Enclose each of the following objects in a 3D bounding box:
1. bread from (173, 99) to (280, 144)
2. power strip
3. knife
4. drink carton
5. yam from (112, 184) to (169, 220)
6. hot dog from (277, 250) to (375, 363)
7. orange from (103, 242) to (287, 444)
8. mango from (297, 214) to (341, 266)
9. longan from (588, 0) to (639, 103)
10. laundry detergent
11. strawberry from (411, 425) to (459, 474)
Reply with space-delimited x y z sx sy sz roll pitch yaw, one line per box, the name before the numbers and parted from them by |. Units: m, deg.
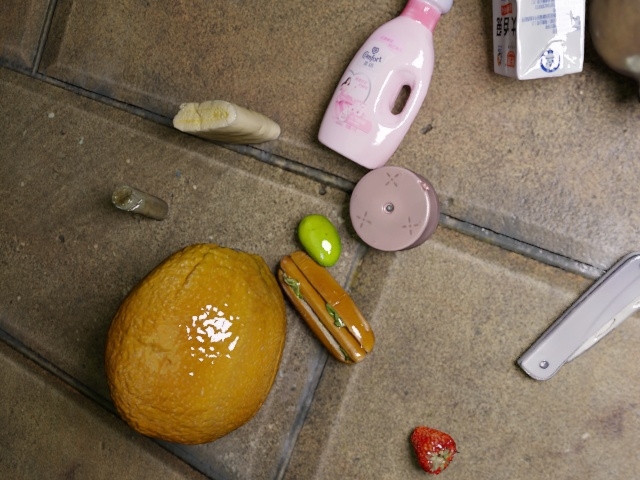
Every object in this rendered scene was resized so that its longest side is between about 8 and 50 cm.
bread | -0.177 -0.227 1.136 0.139 0.178 0.060 0 89 23
power strip | 0.130 -0.054 1.041 0.154 0.078 0.154 1 92 25
knife | 0.425 0.124 0.920 0.073 0.040 0.265 45 106 8
drink carton | 0.318 -0.405 0.867 0.106 0.130 0.315 -6 111 3
yam | -0.382 -0.078 1.255 0.054 0.132 0.054 -5 77 23
hot dog | 0.006 0.125 1.100 0.100 0.068 0.249 -47 70 18
orange | -0.216 0.178 1.064 0.322 0.322 0.357 24 93 24
mango | 0.000 0.000 1.109 0.073 0.056 0.108 -22 77 -5
longan | 0.517 -0.310 0.781 0.300 0.243 0.300 -10 75 39
laundry detergent | 0.126 -0.299 1.047 0.159 0.088 0.335 32 101 18
strawberry | 0.193 0.358 1.014 0.083 0.073 0.073 39 108 58
